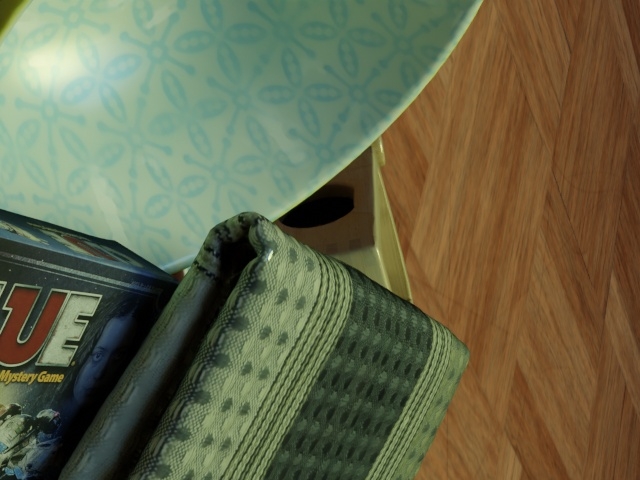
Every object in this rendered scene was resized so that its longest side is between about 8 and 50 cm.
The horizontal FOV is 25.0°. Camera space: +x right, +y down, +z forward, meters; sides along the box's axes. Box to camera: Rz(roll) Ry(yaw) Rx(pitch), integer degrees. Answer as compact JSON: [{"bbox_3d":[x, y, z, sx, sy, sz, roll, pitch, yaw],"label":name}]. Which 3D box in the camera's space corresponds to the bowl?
[{"bbox_3d":[-0.074,-0.125,0.628,0.156,0.289,0.289,51,13,21],"label":"bowl"}]

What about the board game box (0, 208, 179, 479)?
[{"bbox_3d":[-0.161,0.062,0.524,0.165,0.042,0.243,-62,155,4],"label":"board game box"}]

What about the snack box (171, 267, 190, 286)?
[{"bbox_3d":[-0.065,0.057,0.853,0.064,0.022,0.178,-44,130,-58],"label":"snack box"}]

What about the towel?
[{"bbox_3d":[-0.054,0.160,0.721,0.324,0.056,0.312,-62,155,-1],"label":"towel"}]

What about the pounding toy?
[{"bbox_3d":[-0.002,-0.011,0.923,0.206,0.094,0.181,-89,165,-59],"label":"pounding toy"}]
